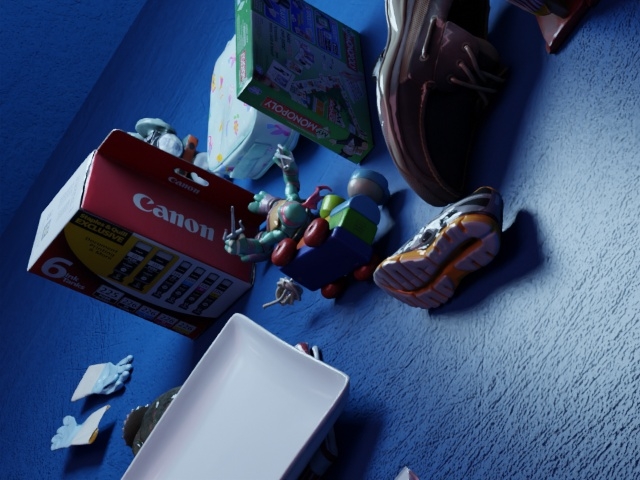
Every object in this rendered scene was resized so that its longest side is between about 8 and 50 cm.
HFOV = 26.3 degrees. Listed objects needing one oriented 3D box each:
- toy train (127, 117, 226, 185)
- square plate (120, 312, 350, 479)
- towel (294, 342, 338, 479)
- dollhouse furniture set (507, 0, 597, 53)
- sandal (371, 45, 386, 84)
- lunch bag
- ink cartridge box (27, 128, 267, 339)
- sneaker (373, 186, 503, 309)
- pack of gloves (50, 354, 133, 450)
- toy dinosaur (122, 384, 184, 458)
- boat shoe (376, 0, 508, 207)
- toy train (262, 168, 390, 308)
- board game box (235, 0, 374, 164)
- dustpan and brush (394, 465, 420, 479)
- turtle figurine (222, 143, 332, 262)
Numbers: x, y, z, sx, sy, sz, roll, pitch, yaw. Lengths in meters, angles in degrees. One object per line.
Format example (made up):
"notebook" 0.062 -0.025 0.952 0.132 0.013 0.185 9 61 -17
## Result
"toy train" -0.306 -0.111 2.553 0.334 0.190 0.142 -27 43 55
"square plate" -0.124 0.284 1.774 0.347 0.049 0.344 -56 29 -6
"towel" -0.089 0.318 1.828 0.329 0.037 0.237 -54 25 24
"dollhouse furniture set" 0.221 -0.418 1.681 0.152 0.201 0.374 -51 26 30
"sandal" 0.135 -0.263 1.904 0.254 0.054 0.097 2 68 66
"lunch bag" -0.107 -0.224 2.281 0.279 0.108 0.224 142 129 -65
"ink cartridge box" -0.265 -0.004 2.190 0.272 0.309 0.130 -43 31 43
"sneaker" 0.143 0.011 1.590 0.215 0.084 0.083 -33 25 47
"pack of gloves" -0.421 0.316 2.588 0.232 0.046 0.195 -20 38 56
"toy dinosaur" -0.221 0.282 2.053 0.313 0.121 0.160 -47 42 46
"boat shoe" 0.155 -0.216 1.704 0.130 0.132 0.355 -19 60 35
"toy train" 0.000 0.000 1.887 0.248 0.105 0.143 -31 30 54
"board game box" -0.028 -0.267 2.062 0.046 0.213 0.317 -48 27 29
"dustpan and brush" 0.078 0.358 1.403 0.211 0.060 0.147 -80 15 -47
"turtle figurine" -0.069 -0.036 2.048 0.175 0.118 0.234 -55 4 -15
